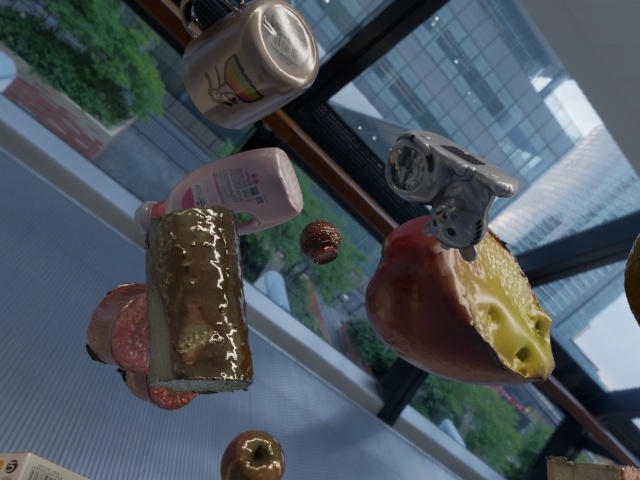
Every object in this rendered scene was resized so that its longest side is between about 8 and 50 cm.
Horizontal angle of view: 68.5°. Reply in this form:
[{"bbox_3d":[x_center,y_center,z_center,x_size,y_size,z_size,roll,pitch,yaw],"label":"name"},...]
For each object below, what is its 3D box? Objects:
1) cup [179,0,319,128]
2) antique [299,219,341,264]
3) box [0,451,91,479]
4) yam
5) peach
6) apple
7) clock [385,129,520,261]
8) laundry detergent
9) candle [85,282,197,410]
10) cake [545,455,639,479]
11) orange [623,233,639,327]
[{"bbox_3d":[-0.141,-0.354,0.869,0.253,0.200,0.191,52,50,-25],"label":"cup"},{"bbox_3d":[0.000,0.000,1.089,0.104,0.104,0.104,45,9,-9],"label":"antique"},{"bbox_3d":[-0.480,0.512,0.798,0.273,0.091,0.220,68,19,-44],"label":"box"},{"bbox_3d":[-0.152,0.070,0.589,0.128,0.130,0.238,47,33,-65],"label":"yam"},{"bbox_3d":[0.245,0.111,0.787,0.339,0.281,0.281,23,5,10],"label":"peach"},{"bbox_3d":[-0.196,0.654,1.360,0.188,0.173,0.188,9,39,-8],"label":"apple"},{"bbox_3d":[0.150,-0.062,0.606,0.080,0.117,0.176,-7,39,-43],"label":"clock"},{"bbox_3d":[-0.209,-0.074,0.932,0.088,0.335,0.159,-66,139,-64],"label":"laundry detergent"},{"bbox_3d":[-0.346,0.221,1.087,0.132,0.287,0.316,6,-50,35],"label":"candle"},{"bbox_3d":[0.419,0.362,0.668,0.225,0.109,0.090,23,60,-35],"label":"cake"},{"bbox_3d":[0.425,0.050,0.446,0.236,0.236,0.236,45,9,-9],"label":"orange"}]
